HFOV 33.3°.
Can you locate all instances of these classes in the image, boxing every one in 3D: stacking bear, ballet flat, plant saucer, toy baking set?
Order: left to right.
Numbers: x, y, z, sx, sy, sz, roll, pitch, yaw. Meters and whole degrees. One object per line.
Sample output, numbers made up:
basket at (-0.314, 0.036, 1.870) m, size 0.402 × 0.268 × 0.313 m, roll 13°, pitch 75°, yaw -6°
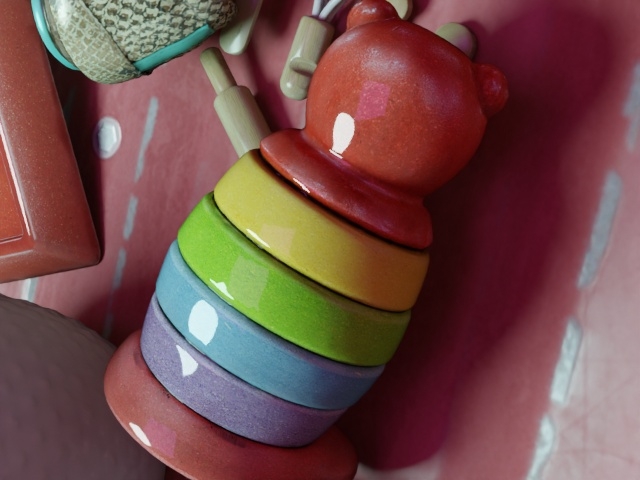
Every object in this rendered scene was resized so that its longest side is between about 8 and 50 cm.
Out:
plant saucer at (-0.330, -0.081, 0.948) m, size 0.258 × 0.048 × 0.259 m, roll -10°, pitch 96°, yaw 34°
ballet flat at (-0.144, -0.354, 0.810) m, size 0.182 × 0.164 × 0.482 m, roll -16°, pitch 75°, yaw 15°
stacking bear at (0.000, 0.000, 0.657) m, size 0.175 × 0.164 × 0.289 m, roll 34°, pitch 103°, yaw 17°
toy baking set at (0.003, -0.129, 0.756) m, size 0.197 × 0.030 × 0.256 m, roll -38°, pitch 73°, yaw 23°

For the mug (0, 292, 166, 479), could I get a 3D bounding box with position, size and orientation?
mug at (-0.268, 0.209, 0.756) m, size 0.276 × 0.328 × 0.374 m, roll -33°, pitch 69°, yaw 32°
